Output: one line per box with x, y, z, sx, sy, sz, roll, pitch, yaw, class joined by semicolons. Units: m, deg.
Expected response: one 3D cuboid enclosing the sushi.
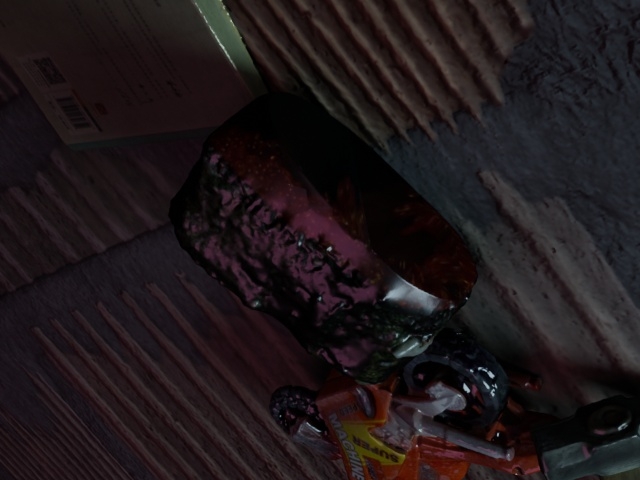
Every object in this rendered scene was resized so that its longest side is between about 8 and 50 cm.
0.000;0.000;0.876;0.225;0.136;0.126;43;123;-3;sushi

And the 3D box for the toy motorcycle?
0.077;0.158;1.020;0.171;0.089;0.298;48;143;-12;toy motorcycle

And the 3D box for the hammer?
0.263;0.258;0.974;0.111;0.043;0.365;-18;131;6;hammer

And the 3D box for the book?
-0.179;-0.166;0.961;0.283;0.025;0.215;0;130;42;book
